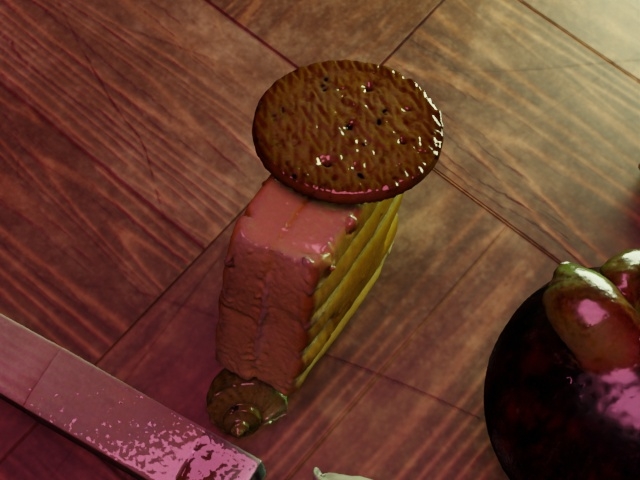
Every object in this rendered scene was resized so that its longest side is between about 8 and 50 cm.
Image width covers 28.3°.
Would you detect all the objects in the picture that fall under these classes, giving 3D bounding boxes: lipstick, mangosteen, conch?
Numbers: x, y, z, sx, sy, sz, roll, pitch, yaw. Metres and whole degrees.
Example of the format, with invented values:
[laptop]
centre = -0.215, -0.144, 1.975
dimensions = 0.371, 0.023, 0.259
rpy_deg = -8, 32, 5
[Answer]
[lipstick]
centre = -0.237, 0.184, 1.357
dimensions = 0.371, 0.076, 0.079
rpy_deg = 28, 73, 12
[mangosteen]
centre = 0.296, 0.148, 1.243
dimensions = 0.288, 0.288, 0.288
rpy_deg = -1, 68, 2
[conch]
centre = -0.077, 0.164, 1.374
dimensions = 0.089, 0.074, 0.121
rpy_deg = 15, 46, -9

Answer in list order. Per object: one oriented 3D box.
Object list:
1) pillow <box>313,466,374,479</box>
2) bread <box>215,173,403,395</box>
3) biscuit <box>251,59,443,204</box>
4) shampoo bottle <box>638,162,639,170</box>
[pillow]
centre = 0.025, 0.360, 1.273
dimensions = 0.144, 0.078, 0.254
rpy_deg = 16, 68, 8
[bread]
centre = 0.000, 0.000, 1.313
dimensions = 0.111, 0.239, 0.246
rpy_deg = 28, 53, 13
[biscuit]
centre = 0.026, -0.105, 1.234
dimensions = 0.188, 0.027, 0.188
rpy_deg = 2, 51, -2
[shampoo bottle]
centre = 0.472, -0.019, 1.415
dimensions = 0.127, 0.078, 0.257
rpy_deg = -38, 72, -14
